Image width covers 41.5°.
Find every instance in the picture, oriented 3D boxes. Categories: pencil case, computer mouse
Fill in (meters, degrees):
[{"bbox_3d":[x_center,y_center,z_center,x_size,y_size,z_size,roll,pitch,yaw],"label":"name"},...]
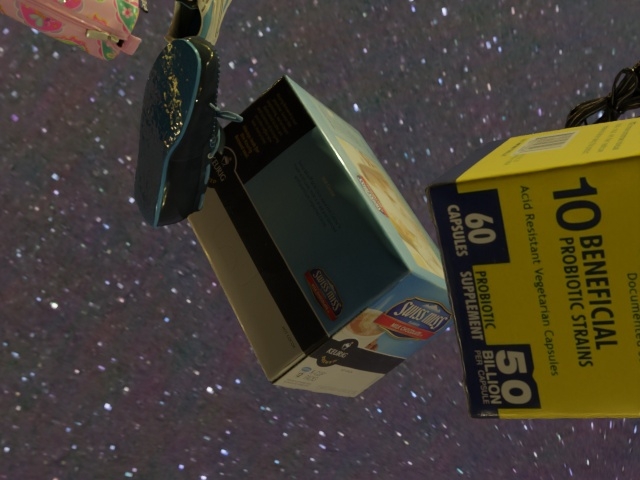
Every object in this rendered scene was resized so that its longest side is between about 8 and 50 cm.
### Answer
[{"bbox_3d":[-0.392,-0.356,1.209,0.124,0.284,0.124,-14,-112,38],"label":"pencil case"},{"bbox_3d":[0.439,-0.085,1.085,0.072,0.188,0.272,-12,-105,-29],"label":"computer mouse"}]

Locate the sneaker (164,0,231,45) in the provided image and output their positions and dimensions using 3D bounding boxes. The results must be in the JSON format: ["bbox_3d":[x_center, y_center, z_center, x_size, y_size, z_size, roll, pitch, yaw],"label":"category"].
[{"bbox_3d":[-0.176,-0.401,1.316,0.085,0.086,0.237,26,-75,22],"label":"sneaker"}]

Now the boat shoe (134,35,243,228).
[{"bbox_3d":[-0.155,-0.128,0.978,0.089,0.258,0.109,-14,-121,-34],"label":"boat shoe"}]

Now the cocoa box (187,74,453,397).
[{"bbox_3d":[0.000,0.000,1.139,0.228,0.231,0.347,-39,-120,15],"label":"cocoa box"}]

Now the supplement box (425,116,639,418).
[{"bbox_3d":[0.289,0.007,0.639,0.356,0.195,0.194,-7,-77,27],"label":"supplement box"}]
